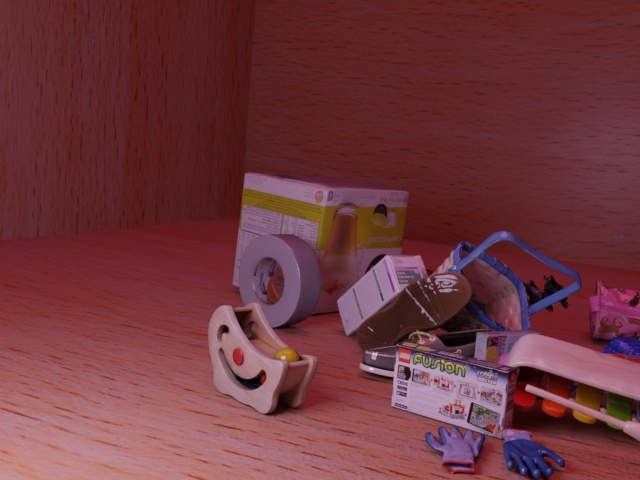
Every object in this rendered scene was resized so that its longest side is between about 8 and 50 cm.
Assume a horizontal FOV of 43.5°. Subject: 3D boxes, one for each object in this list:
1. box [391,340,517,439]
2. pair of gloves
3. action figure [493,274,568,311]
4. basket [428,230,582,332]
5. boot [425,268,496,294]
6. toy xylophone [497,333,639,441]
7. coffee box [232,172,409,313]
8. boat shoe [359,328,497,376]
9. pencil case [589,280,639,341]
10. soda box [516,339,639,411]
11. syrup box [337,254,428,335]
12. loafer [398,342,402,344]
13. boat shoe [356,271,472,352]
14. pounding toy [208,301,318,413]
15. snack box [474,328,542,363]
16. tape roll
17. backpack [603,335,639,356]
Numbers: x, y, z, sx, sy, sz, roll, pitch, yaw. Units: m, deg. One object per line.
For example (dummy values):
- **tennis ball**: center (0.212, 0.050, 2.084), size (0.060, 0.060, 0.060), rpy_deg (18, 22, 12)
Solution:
- **box**: center (0.218, 0.245, 1.334), size (0.207, 0.114, 0.036), rpy_deg (10, 10, 35)
- **pair of gloves**: center (0.256, 0.313, 1.192), size (0.198, 0.023, 0.159), rpy_deg (4, 9, 4)
- **action figure**: center (0.450, 0.179, 1.953), size (0.276, 0.140, 0.164), rpy_deg (-24, -6, 43)
- **basket**: center (0.386, 0.108, 1.757), size (0.255, 0.289, 0.201), rpy_deg (28, 39, -23)
- **boot**: center (0.425, 0.167, 2.326), size (0.281, 0.096, 0.264), rpy_deg (18, 5, 30)
- **toy xylophone**: center (0.440, 0.254, 1.336), size (0.323, 0.081, 0.236), rpy_deg (19, 25, 25)
- **coffee box**: center (0.000, 0.000, 2.244), size (0.338, 0.334, 0.338), rpy_deg (-1, 11, -45)
- **boat shoe**: center (0.221, 0.222, 1.604), size (0.305, 0.091, 0.109), rpy_deg (2, 8, -20)
- **pencil case**: center (0.862, 0.195, 1.989), size (0.386, 0.167, 0.160), rpy_deg (7, 40, 17)
- **soda box**: center (0.498, 0.255, 1.512), size (0.263, 0.092, 0.083), rpy_deg (6, 7, 14)
- **syrup box**: center (0.140, 0.126, 1.815), size (0.093, 0.096, 0.237), rpy_deg (0, -28, -31)
- **loafer**: center (0.209, 0.201, 1.810), size (0.080, 0.078, 0.220), rpy_deg (3, 7, -11)
- **boat shoe**: center (0.202, 0.148, 1.685), size (0.285, 0.104, 0.089), rpy_deg (-32, -14, 30)
- **pounding toy**: center (-0.095, 0.190, 1.403), size (0.155, 0.154, 0.270), rpy_deg (-2, 10, -42)
- **snack box**: center (0.372, 0.231, 1.596), size (0.141, 0.100, 0.037), rpy_deg (1, 8, -28)
- **tape roll**: center (-0.098, 0.094, 1.899), size (0.072, 0.219, 0.219), rpy_deg (-3, 11, -44)
- **backpack**: center (0.617, 0.257, 1.584), size (0.101, 0.097, 0.120), rpy_deg (-4, 23, -29)
